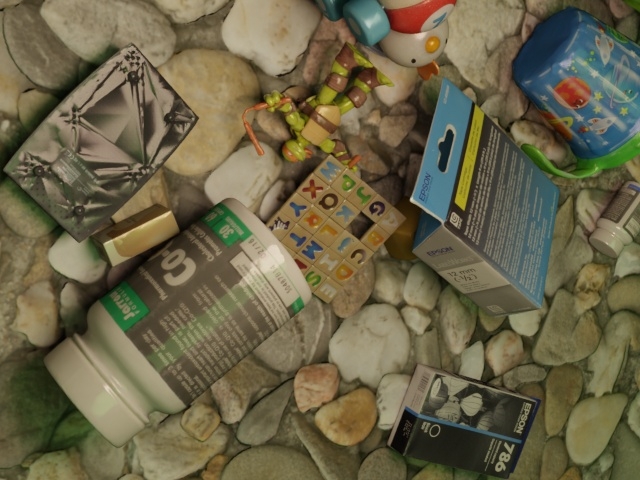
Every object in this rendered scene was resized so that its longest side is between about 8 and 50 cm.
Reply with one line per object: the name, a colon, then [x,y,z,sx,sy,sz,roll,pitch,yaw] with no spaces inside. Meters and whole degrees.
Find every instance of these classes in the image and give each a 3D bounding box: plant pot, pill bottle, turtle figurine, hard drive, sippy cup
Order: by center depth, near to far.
hard drive: [-0.314,-0.141,1.531,0.255,0.054,0.172,-48,121,-11]
pill bottle: [-0.207,0.122,1.566,0.361,0.204,0.204,-40,119,-10]
turtle figurine: [0.014,-0.191,1.687,0.217,0.087,0.269,-48,126,8]
plant pot: [0.156,-0.015,1.819,0.081,0.083,0.081,-40,119,-16]
sippy cup: [0.464,-0.278,1.861,0.224,0.240,0.306,34,50,-22]
pill bottle: [0.582,-0.039,2.062,0.078,0.078,0.137,43,80,-31]

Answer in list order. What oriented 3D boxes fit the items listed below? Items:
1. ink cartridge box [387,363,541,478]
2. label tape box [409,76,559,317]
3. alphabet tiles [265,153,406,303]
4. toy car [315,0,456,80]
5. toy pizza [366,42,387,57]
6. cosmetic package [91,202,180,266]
ink cartridge box: [0.291,0.346,2.003,0.332,0.065,0.165,18,93,-33]
label tape box: [0.249,-0.065,1.780,0.347,0.115,0.249,37,55,-32]
alphabet tiles: [0.000,0.000,1.734,0.237,0.009,0.198,-48,126,7]
toy car: [0.144,-0.335,1.635,0.219,0.210,0.238,-35,131,-7]
toy pizza: [0.122,-0.396,1.732,0.201,0.032,0.201,-9,107,-29]
cosmetic package: [-0.273,-0.009,1.586,0.115,0.060,0.041,-29,115,-23]
